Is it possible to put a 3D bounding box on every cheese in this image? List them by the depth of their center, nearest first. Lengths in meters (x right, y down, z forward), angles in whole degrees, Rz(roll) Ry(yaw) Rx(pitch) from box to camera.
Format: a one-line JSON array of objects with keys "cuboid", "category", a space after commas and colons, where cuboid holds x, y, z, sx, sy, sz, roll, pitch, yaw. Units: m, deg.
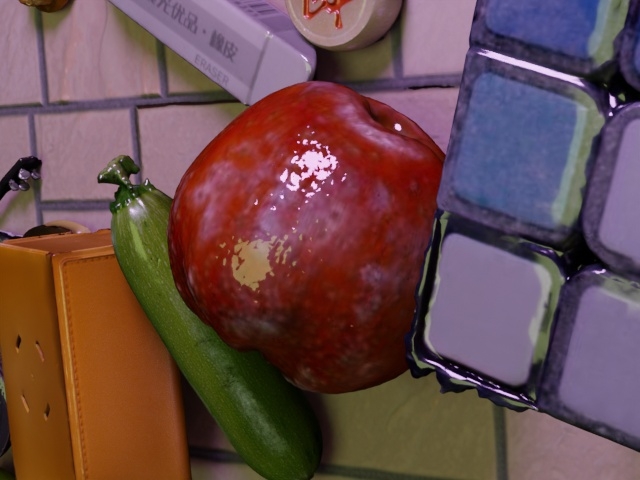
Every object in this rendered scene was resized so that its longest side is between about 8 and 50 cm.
[{"cuboid": [-0.325, 0.014, 1.772, 0.162, 0.036, 0.086, 10, 106, 37], "category": "cheese"}]

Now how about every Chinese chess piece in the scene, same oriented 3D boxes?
[{"cuboid": [0.021, -0.240, 1.448, 0.122, 0.051, 0.122, 6, 100, 37], "category": "Chinese chess piece"}]

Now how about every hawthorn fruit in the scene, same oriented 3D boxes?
[{"cuboid": [0.000, 0.000, 1.381, 0.284, 0.284, 0.284, 7, 101, 38], "category": "hawthorn fruit"}]

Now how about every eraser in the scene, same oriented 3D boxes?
[{"cuboid": [-0.123, -0.234, 1.554, 0.352, 0.061, 0.089, 37, 125, 28], "category": "eraser"}]

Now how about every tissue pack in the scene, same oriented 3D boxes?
[{"cuboid": [-0.244, 0.133, 1.627, 0.194, 0.145, 0.275, 7, 103, 57], "category": "tissue pack"}]

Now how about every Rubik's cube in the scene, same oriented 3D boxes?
[{"cuboid": [0.312, -0.046, 1.061, 0.362, 0.358, 0.363, 22, 107, 36], "category": "Rubik's cube"}]

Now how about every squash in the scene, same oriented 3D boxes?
[{"cuboid": [-0.112, 0.084, 1.522, 0.101, 0.101, 0.379, -22, 105, 38], "category": "squash"}]

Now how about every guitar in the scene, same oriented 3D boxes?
[{"cuboid": [-0.419, -0.018, 1.826, 0.271, 0.084, 0.038, -34, 79, 30], "category": "guitar"}]

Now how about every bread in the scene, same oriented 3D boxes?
[{"cuboid": [-0.312, -0.297, 1.708, 0.083, 0.046, 0.081, 56, 131, 15], "category": "bread"}]

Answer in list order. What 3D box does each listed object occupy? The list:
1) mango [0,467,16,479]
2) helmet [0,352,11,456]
[{"cuboid": [-0.388, 0.334, 1.845, 0.163, 0.089, 0.117, 16, 99, 23], "category": "mango"}, {"cuboid": [-0.422, 0.185, 1.834, 0.176, 0.107, 0.153, 21, 108, 14], "category": "helmet"}]
